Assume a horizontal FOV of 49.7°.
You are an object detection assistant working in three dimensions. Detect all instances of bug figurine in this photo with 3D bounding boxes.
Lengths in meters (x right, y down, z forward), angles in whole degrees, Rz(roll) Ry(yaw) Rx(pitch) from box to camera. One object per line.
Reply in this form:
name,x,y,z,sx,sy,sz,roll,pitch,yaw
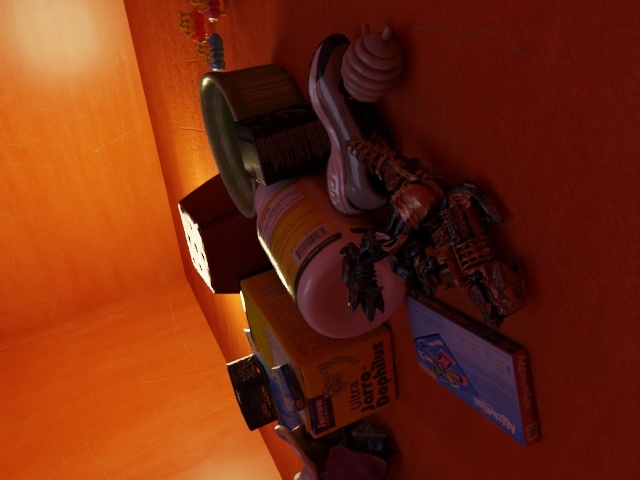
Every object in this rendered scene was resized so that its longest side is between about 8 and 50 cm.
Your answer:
bug figurine,-0.276,-0.527,1.647,0.279,0.072,0.216,-123,27,-47

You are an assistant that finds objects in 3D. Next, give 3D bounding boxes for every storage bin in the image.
storage bin,-0.190,0.423,1.920,0.122,0.084,0.180,-131,25,-53

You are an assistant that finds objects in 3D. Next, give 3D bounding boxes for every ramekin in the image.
ramekin,-0.125,-0.210,1.414,0.303,0.148,0.303,56,158,38

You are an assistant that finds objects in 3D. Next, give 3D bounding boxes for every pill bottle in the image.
pill bottle,0.000,0.000,1.197,0.334,0.188,0.188,-125,23,-52

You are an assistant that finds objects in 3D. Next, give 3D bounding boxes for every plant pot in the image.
plant pot,-0.186,-0.019,1.643,0.267,0.235,0.267,41,145,55

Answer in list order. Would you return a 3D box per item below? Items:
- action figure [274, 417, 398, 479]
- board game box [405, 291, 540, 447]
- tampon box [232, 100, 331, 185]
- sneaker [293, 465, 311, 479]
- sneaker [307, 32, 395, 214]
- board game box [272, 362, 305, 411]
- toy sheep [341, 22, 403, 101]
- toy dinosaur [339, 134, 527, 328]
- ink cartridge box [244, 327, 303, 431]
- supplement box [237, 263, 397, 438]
action figure,0.057,0.581,1.577,0.248,0.275,0.370,35,128,52
board game box,0.216,0.178,1.027,0.281,0.027,0.145,-150,45,-64
tampon box,-0.052,-0.176,1.216,0.120,0.161,0.101,-147,40,-64
sneaker,0.044,0.599,1.796,0.099,0.121,0.262,34,-174,33
sneaker,0.058,-0.174,1.037,0.108,0.100,0.272,1,109,45
board game box,-0.062,0.283,1.329,0.090,0.020,0.090,135,114,-72
toy sheep,0.070,-0.236,0.922,0.091,0.091,0.132,61,155,27
toy dinosaur,0.139,-0.015,0.918,0.218,0.164,0.322,-59,35,39
ink cartridge box,-0.056,0.401,1.884,0.395,0.151,0.270,68,162,0
supplement box,-0.014,0.202,1.458,0.356,0.195,0.194,46,151,53
